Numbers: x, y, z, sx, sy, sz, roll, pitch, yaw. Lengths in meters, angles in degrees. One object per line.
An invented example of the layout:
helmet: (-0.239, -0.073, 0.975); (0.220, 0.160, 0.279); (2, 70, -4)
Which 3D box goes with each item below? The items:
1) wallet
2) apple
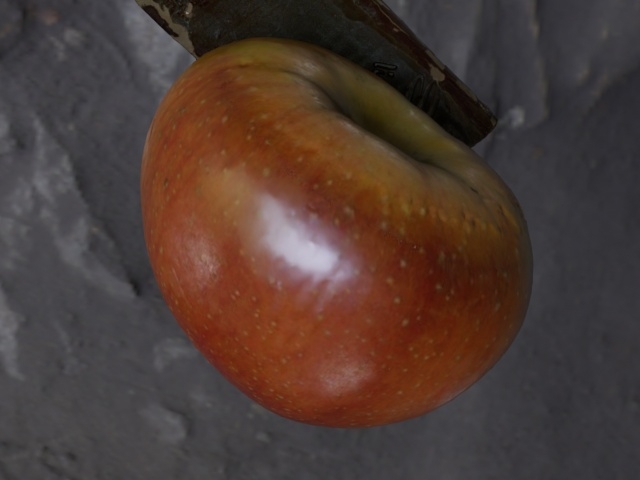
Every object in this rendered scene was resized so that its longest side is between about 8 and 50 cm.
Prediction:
wallet: (-0.004, -0.112, 0.968); (0.232, 0.122, 0.031); (41, 31, -28)
apple: (0.000, 0.000, 0.877); (0.210, 0.235, 0.173); (3, 129, -51)
